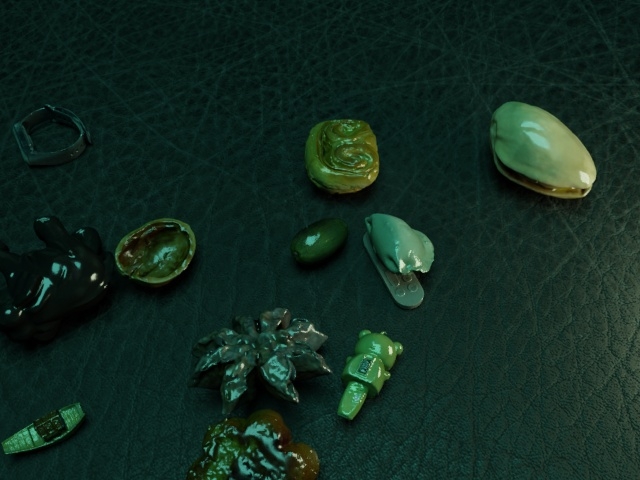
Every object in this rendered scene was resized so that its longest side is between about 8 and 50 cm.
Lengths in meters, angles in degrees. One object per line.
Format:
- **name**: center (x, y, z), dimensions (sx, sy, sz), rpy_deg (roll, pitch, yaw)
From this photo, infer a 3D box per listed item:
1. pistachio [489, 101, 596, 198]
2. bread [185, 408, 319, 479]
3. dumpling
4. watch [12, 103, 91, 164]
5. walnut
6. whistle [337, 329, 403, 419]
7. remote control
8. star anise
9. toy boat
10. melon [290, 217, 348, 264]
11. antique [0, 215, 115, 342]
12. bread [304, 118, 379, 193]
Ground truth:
- **pistachio**: center (0.567, -0.230, 1.801), dimensions (0.318, 0.193, 0.214), rpy_deg (41, 76, 16)
- **bread**: center (-0.146, 0.450, 1.350), dimensions (0.232, 0.135, 0.247), rpy_deg (43, 80, 15)
- **dumpling**: center (0.189, 0.012, 1.684), dimensions (0.105, 0.149, 0.216), rpy_deg (-48, 49, 15)
- **watch**: center (-0.778, -0.306, 2.017), dimensions (0.193, 0.068, 0.206), rpy_deg (-23, 58, -17)
- **walnut**: center (-0.401, 0.044, 1.715), dimensions (0.167, 0.087, 0.211), rpy_deg (39, 55, 16)
- **whistle**: center (0.099, 0.287, 1.506), dimensions (0.105, 0.085, 0.227), rpy_deg (19, 55, 17)
- **remote control**: center (0.176, 0.066, 1.707), dimensions (0.077, 0.022, 0.244), rpy_deg (-18, 55, -12)
- **star anise**: center (-0.131, 0.244, 1.499), dimensions (0.332, 0.117, 0.331), rpy_deg (0, 30, 0)
- **toy boat**: center (-0.581, 0.401, 1.473), dimensions (0.172, 0.066, 0.065), rpy_deg (-26, 59, -15)
- **melon**: center (0.000, 0.000, 1.719), dimensions (0.162, 0.099, 0.099), rpy_deg (-30, 57, -26)
- **antique**: center (-0.646, 0.089, 1.638), dimensions (0.322, 0.185, 0.255), rpy_deg (-23, 54, -18)
- **bread**: center (0.056, -0.223, 1.870), dimensions (0.199, 0.120, 0.236), rpy_deg (-3, 52, 0)
